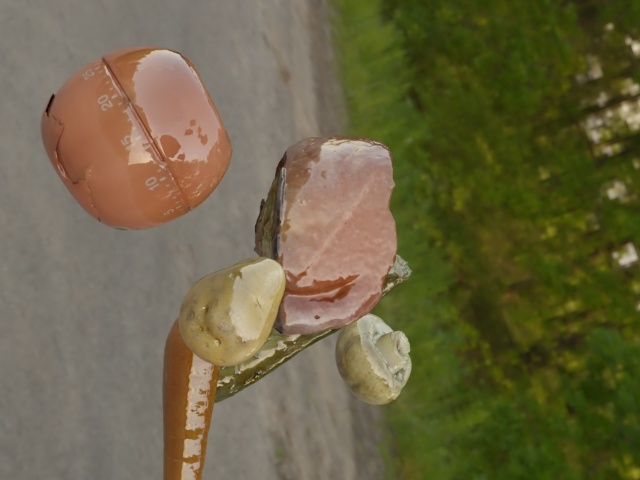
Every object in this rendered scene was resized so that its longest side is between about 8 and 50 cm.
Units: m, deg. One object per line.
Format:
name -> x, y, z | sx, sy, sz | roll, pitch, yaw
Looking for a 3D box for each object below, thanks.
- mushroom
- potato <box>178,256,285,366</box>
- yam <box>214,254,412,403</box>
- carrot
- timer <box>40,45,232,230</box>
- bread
mushroom -> 0.084, 0.185, 2.025 | 0.148, 0.112, 0.148 | 34, 45, -42
potato -> -0.059, 0.047, 0.910 | 0.083, 0.068, 0.062 | -41, 155, -37
yam -> -0.025, 0.108, 1.673 | 0.067, 0.317, 0.071 | 57, -1, -17
carrot -> -0.154, 0.223, 1.500 | 0.069, 0.069, 0.336 | -11, 107, -79
timer -> -0.233, -0.129, 1.646 | 0.229, 0.214, 0.230 | 154, -90, -89
bread -> 0.001, -0.013, 1.301 | 0.244, 0.122, 0.190 | -133, -132, -78
